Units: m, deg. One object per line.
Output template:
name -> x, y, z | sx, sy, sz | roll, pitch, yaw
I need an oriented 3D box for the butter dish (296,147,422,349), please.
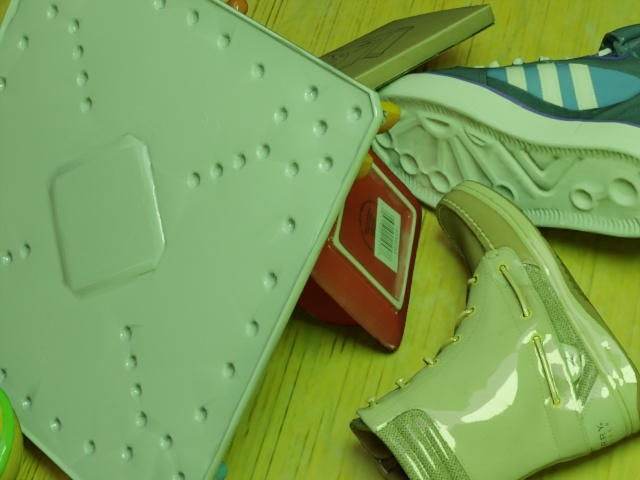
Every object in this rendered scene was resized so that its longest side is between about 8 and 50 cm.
butter dish -> 0.000, 0.000, 1.219 | 0.118, 0.160, 0.160 | -15, 47, 33

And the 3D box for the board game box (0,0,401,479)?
board game box -> -0.157, -0.017, 1.179 | 0.390, 0.050, 0.390 | 34, 107, 33

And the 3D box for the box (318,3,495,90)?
box -> 0.034, -0.158, 1.313 | 0.201, 0.021, 0.164 | -31, 18, -25

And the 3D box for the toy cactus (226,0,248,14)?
toy cactus -> -0.151, -0.163, 1.364 | 0.180, 0.219, 0.112 | -24, 64, 46

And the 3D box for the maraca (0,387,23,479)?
maraca -> -0.310, 0.168, 1.191 | 0.185, 0.099, 0.127 | 7, 66, 45

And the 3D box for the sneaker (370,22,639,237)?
sneaker -> 0.222, -0.118, 1.265 | 0.322, 0.130, 0.236 | 15, 42, 37

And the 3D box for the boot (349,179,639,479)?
boot -> 0.106, 0.086, 1.143 | 0.203, 0.095, 0.262 | -29, 57, -6
